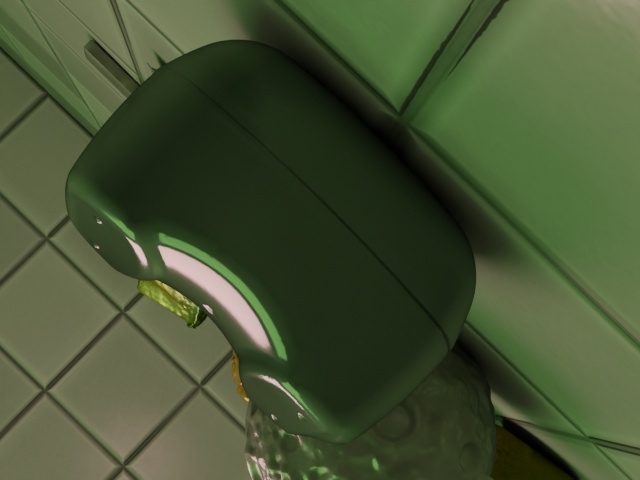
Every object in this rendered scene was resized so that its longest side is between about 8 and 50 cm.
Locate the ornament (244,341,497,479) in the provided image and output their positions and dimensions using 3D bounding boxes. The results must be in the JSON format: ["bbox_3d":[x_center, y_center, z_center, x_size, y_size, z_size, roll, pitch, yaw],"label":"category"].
[{"bbox_3d":[0.067,0.245,1.208,0.337,0.337,0.337,43,171,8],"label":"ornament"}]

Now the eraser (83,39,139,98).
[{"bbox_3d":[-0.352,-0.283,1.592,0.150,0.023,0.104,45,172,-9],"label":"eraser"}]

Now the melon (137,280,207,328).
[{"bbox_3d":[-0.277,-0.063,1.607,0.343,0.226,0.331,112,155,-48],"label":"melon"}]

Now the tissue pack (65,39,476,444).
[{"bbox_3d":[-0.030,-0.008,0.780,0.333,0.236,0.229,44,162,-3],"label":"tissue pack"}]

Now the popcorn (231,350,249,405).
[{"bbox_3d":[-0.047,0.216,1.744,0.225,0.265,0.332,-90,-11,-54],"label":"popcorn"}]

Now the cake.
[{"bbox_3d":[0.306,0.397,1.421,0.179,0.156,0.260,29,163,36],"label":"cake"}]

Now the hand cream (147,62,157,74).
[{"bbox_3d":[-0.167,-0.166,1.242,0.194,0.042,0.067,45,-177,6],"label":"hand cream"}]
